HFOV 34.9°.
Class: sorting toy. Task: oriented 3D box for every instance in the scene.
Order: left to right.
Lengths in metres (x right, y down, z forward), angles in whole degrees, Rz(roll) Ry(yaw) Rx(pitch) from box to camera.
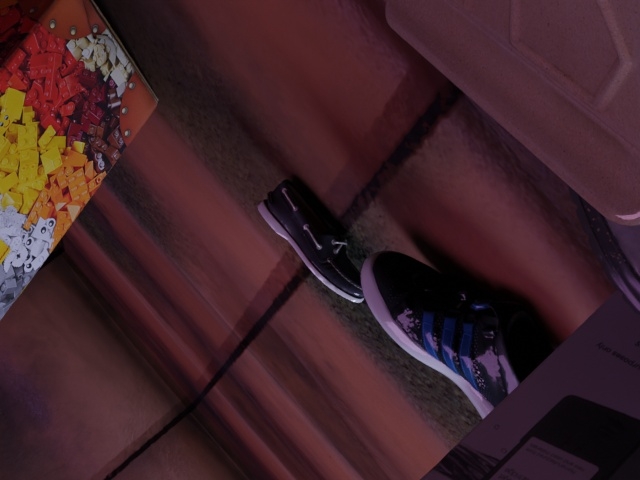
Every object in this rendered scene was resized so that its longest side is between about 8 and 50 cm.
[{"bbox_3d":[0.090,-0.117,0.350,0.307,0.041,0.229,53,165,44],"label":"sorting toy"}]

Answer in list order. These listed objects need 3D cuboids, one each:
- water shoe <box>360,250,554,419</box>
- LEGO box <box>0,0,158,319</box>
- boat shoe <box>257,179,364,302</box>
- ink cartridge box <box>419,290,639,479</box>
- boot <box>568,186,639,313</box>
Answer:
[{"bbox_3d":[0.116,0.064,0.717,0.203,0.073,0.080,44,135,19],"label":"water shoe"},{"bbox_3d":[-0.482,-0.114,1.042,0.500,0.372,0.193,18,155,30],"label":"LEGO box"},{"bbox_3d":[0.000,0.000,0.882,0.125,0.038,0.046,47,-163,13],"label":"boat shoe"},{"bbox_3d":[0.136,0.178,0.501,0.121,0.289,0.211,33,155,44],"label":"ink cartridge box"},{"bbox_3d":[0.201,0.004,0.361,0.247,0.083,0.161,62,145,25],"label":"boot"}]
